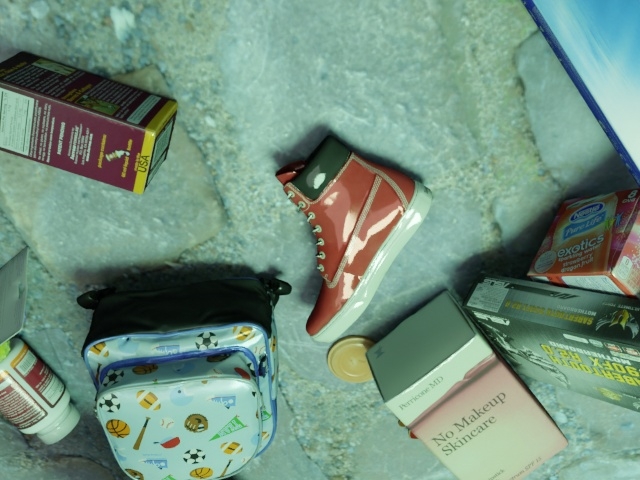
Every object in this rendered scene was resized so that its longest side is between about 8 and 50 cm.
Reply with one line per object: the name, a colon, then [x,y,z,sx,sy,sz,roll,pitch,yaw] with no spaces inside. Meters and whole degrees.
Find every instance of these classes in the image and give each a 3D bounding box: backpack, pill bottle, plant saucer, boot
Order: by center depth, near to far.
boot: [0.000,0.000,0.777,0.176,0.088,0.244,26,109,-11]
backpack: [-0.167,0.197,0.832,0.276,0.213,0.264,-4,130,1]
plant saucer: [0.052,0.174,0.910,0.083,0.013,0.084,1,119,1]
pill bottle: [-0.425,0.223,0.915,0.086,0.086,0.152,-25,115,15]

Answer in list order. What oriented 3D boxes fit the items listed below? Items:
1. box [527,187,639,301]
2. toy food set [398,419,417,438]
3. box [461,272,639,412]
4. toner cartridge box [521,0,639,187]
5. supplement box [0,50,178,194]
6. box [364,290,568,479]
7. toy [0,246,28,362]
box: [0.392,0.065,0.746,0.256,0.128,0.123,39,72,-17]
toy food set: [0.143,0.255,0.947,0.077,0.019,0.122,-12,118,9]
box: [0.309,0.125,0.747,0.183,0.231,0.056,47,68,-34]
toner cartridge box: [0.323,-0.188,0.592,0.165,0.075,0.348,-34,95,20]
supplement box: [-0.268,-0.133,0.700,0.188,0.104,0.081,17,119,-7]
box: [0.194,0.211,0.846,0.148,0.127,0.232,-40,112,8]
toy: [-0.455,0.130,0.852,0.237,0.137,0.056,-33,139,17]
